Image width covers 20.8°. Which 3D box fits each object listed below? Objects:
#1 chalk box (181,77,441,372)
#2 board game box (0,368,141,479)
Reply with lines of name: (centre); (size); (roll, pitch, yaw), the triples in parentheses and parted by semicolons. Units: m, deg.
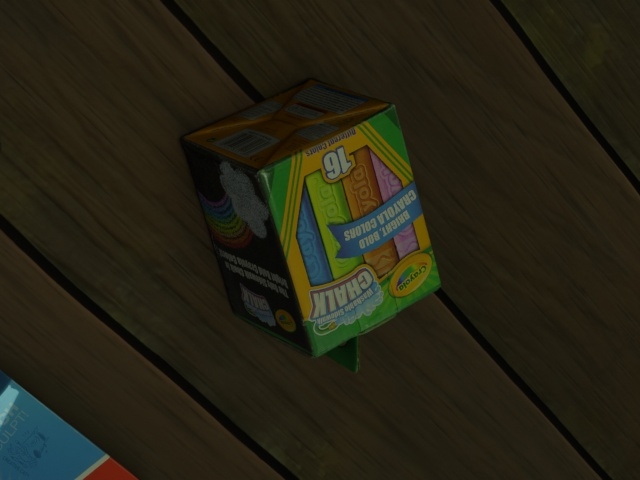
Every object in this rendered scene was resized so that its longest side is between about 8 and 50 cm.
chalk box: (0.000, 0.000, 1.879); (0.179, 0.180, 0.289); (-28, 118, -23)
board game box: (-0.351, 0.322, 1.811); (0.316, 0.064, 0.242); (-52, 124, -10)
